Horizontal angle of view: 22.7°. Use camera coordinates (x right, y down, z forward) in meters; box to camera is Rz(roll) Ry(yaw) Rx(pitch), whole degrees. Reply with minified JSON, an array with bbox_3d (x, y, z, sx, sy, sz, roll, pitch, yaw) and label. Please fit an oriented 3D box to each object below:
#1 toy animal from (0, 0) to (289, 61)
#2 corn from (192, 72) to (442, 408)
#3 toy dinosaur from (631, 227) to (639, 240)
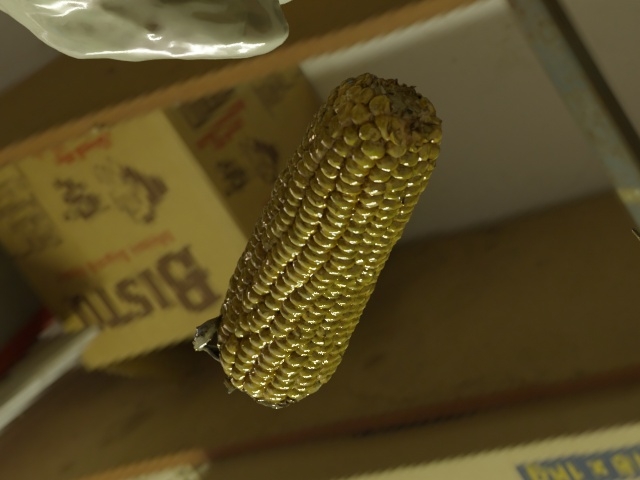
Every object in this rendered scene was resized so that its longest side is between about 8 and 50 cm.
[{"bbox_3d":[-0.141,-0.227,0.874,0.188,0.308,0.266,-20,-126,62],"label":"toy animal"},{"bbox_3d":[0.000,0.000,1.074,0.106,0.106,0.293,-55,173,-49],"label":"corn"},{"bbox_3d":[0.357,0.070,1.506,0.039,0.126,0.162,-30,-138,-18],"label":"toy dinosaur"}]
